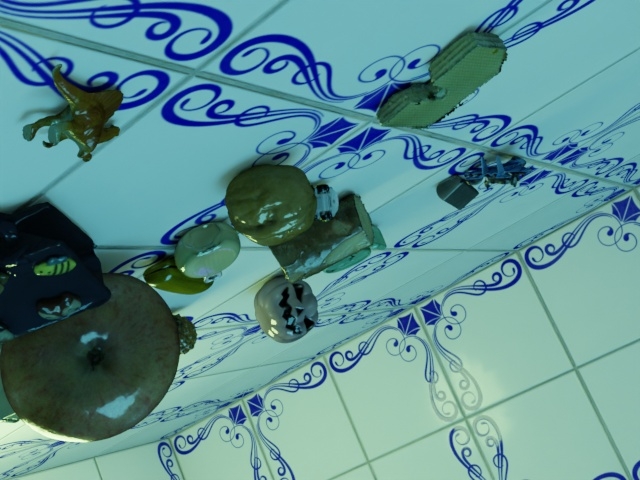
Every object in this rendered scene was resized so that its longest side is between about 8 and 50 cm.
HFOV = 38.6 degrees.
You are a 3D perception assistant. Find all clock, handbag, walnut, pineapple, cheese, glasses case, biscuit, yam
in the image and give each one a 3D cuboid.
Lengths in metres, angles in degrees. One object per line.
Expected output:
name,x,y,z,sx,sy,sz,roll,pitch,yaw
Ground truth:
clock,0.055,0.030,2.319,0.210,0.066,0.159,-29,164,21
handbag,-0.522,0.071,1.476,0.303,0.122,0.329,-22,164,-4
walnut,-0.087,-0.067,1.625,0.166,0.149,0.167,2,140,1
pineapple,-0.410,0.227,2.233,0.237,0.111,0.119,9,114,-55
cheese,-0.227,0.037,1.869,0.137,0.064,0.227,-21,158,-11
glasses case,-0.296,0.079,1.953,0.079,0.064,0.234,-21,167,13
glasses case,0.343,-0.121,2.279,0.072,0.042,0.190,-35,163,15
biscuit,0.216,-0.269,1.555,0.147,0.046,0.250,-8,159,-43
yam,0.000,-0.001,2.020,0.238,0.129,0.128,-26,-160,10

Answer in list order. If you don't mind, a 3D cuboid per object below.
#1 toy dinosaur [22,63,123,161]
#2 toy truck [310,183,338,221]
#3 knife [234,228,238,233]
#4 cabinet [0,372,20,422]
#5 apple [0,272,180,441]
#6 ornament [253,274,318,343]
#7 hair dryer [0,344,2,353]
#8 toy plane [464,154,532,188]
toy dinosaur,-0.292,-0.157,1.155,0.142,0.057,0.212,-27,172,-39
toy truck,-0.020,-0.073,1.844,0.111,0.076,0.077,-7,-178,-42
knife,-0.180,-0.016,1.898,0.207,0.014,0.030,-28,165,21
cabinet,-0.621,0.293,2.025,0.206,0.150,0.145,-22,169,-7
apple,-0.435,0.217,1.735,0.344,0.345,0.269,-20,163,-15
ornament,-0.084,0.178,2.414,0.177,0.178,0.177,-22,165,-6
hair dryer,-0.696,0.187,1.759,0.167,0.068,0.199,-16,154,-6
toy plane,0.450,-0.166,2.215,0.169,0.078,0.246,-1,-176,34
